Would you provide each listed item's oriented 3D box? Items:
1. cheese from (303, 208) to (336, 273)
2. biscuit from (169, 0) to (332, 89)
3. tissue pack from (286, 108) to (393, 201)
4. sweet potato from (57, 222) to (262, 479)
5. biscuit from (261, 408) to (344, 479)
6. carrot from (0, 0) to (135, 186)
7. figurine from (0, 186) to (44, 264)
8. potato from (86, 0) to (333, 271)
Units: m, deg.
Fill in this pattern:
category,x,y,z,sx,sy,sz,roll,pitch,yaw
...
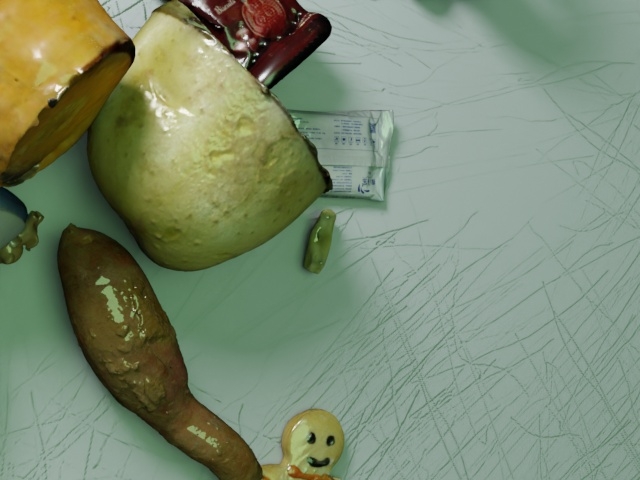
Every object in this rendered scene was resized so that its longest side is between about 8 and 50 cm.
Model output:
category,x,y,z,sx,sy,sz,roll,pitch,yaw
cheese,0.000,0.000,1.284,0.030,0.044,0.083,18,82,-12
biscuit,-0.102,-0.292,1.206,0.235,0.063,0.151,49,60,-2
tissue pack,0.010,-0.111,1.301,0.193,0.026,0.123,0,90,-30
sweet potato,-0.188,0.150,1.143,0.109,0.109,0.385,-38,112,-25
biscuit,-0.025,0.327,1.272,0.153,0.030,0.234,20,80,-30
carrot,-0.345,-0.236,0.962,0.340,0.224,0.224,44,68,0
figurine,-0.401,0.044,1.000,0.275,0.158,0.161,-66,158,-15
potato,-0.139,-0.089,1.116,0.242,0.242,0.285,-55,135,-19
